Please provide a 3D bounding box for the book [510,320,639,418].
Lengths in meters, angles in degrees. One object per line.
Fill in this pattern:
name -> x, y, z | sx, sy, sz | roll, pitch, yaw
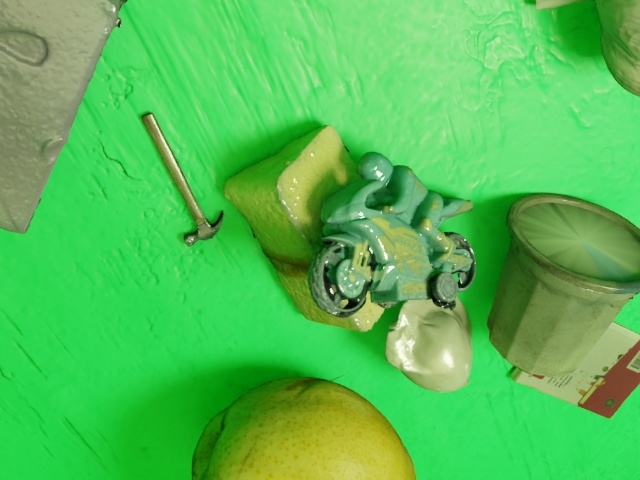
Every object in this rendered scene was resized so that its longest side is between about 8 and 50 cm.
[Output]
book -> 0.447, 0.203, 1.138 | 0.232, 0.022, 0.162 | 24, 108, -22

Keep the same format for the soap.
soap -> -0.386, -0.187, 0.708 | 0.285, 0.107, 0.296 | 20, 112, -24

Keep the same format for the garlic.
garlic -> 0.360, -0.283, 0.791 | 0.212, 0.218, 0.218 | 17, 118, 18

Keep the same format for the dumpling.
dumpling -> 0.172, 0.143, 1.009 | 0.111, 0.181, 0.155 | 10, 85, 21

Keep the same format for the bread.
bread -> 0.000, 0.000, 0.891 | 0.178, 0.142, 0.266 | -23, 119, 18

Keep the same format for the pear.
pear -> -0.024, 0.336, 0.950 | 0.314, 0.314, 0.314 | -5, 118, -10

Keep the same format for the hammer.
hammer -> -0.174, -0.077, 0.859 | 0.062, 0.017, 0.182 | -22, 119, -1

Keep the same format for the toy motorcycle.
toy motorcycle -> 0.092, -0.008, 0.854 | 0.296, 0.109, 0.198 | 2, 82, -42

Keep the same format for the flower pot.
flower pot -> 0.333, 0.067, 0.959 | 0.212, 0.212, 0.203 | 1, 130, -13
